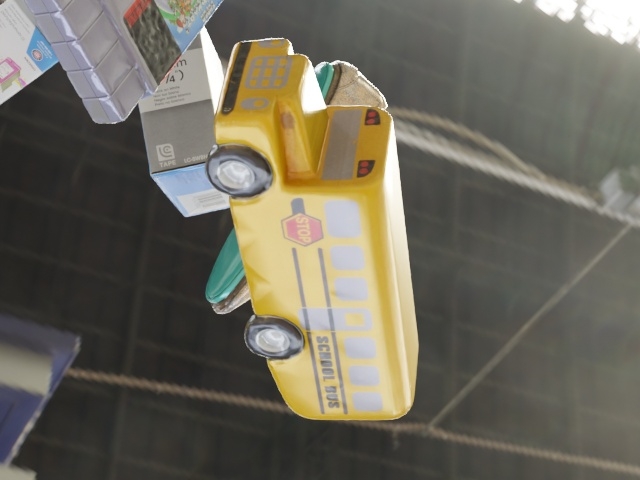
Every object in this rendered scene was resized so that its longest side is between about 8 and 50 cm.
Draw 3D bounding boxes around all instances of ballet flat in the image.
[{"bbox_3d":[-0.014,-0.045,1.568,0.106,0.316,0.107,27,180,-26],"label":"ballet flat"}]

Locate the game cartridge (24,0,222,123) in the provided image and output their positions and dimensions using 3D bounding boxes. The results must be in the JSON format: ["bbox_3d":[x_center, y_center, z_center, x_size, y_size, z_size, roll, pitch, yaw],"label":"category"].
[{"bbox_3d":[-0.206,-0.323,1.604,0.230,0.068,0.355,60,-140,-31],"label":"game cartridge"}]

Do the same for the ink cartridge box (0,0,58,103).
[{"bbox_3d":[-0.361,-0.212,1.589,0.088,0.122,0.052,52,-162,-15],"label":"ink cartridge box"}]

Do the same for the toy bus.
[{"bbox_3d":[0.000,0.000,1.127,0.130,0.333,0.108,0,-138,11],"label":"toy bus"}]

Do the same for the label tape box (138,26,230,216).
[{"bbox_3d":[-0.193,-0.225,1.924,0.106,0.240,0.334,-13,-102,2],"label":"label tape box"}]
